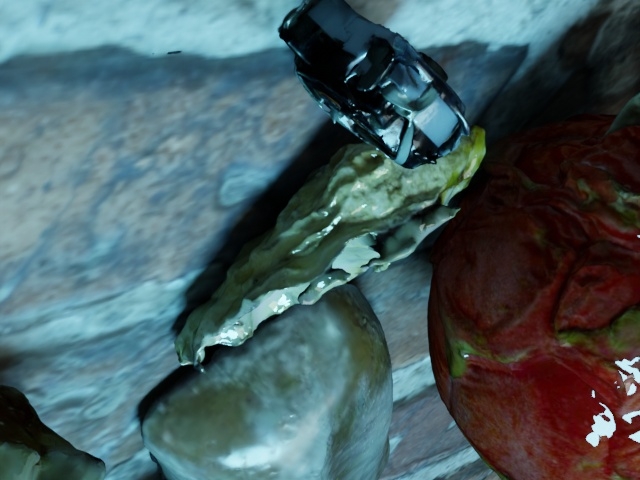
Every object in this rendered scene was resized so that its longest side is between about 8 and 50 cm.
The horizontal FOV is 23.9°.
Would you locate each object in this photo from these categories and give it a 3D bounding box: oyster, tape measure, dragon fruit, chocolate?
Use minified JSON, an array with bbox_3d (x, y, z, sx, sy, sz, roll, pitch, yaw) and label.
[{"bbox_3d":[-0.007,0.004,0.870,0.209,0.072,0.133,-35,173,39],"label":"oyster"},{"bbox_3d":[0.026,-0.077,0.746,0.054,0.091,0.094,-49,139,1],"label":"tape measure"},{"bbox_3d":[0.202,0.049,1.013,0.277,0.277,0.343,-28,143,-30],"label":"dragon fruit"},{"bbox_3d":[-0.018,0.149,1.070,0.185,0.100,0.303,-39,160,-14],"label":"chocolate"}]

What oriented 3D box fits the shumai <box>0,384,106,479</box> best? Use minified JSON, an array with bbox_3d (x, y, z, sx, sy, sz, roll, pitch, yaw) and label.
[{"bbox_3d":[-0.155,0.170,0.758,0.185,0.184,0.218,-47,140,17],"label":"shumai"}]
